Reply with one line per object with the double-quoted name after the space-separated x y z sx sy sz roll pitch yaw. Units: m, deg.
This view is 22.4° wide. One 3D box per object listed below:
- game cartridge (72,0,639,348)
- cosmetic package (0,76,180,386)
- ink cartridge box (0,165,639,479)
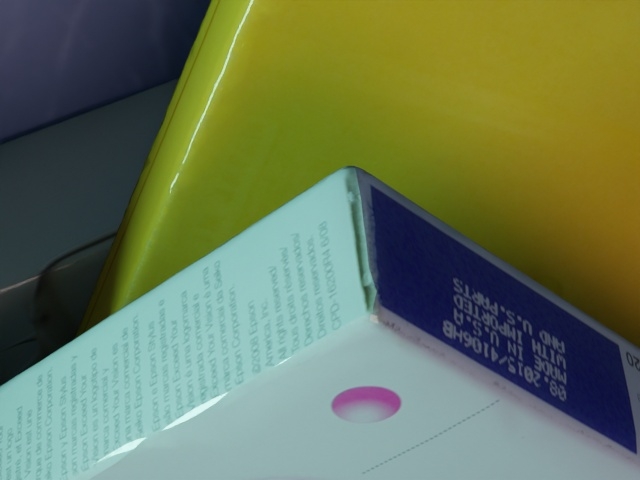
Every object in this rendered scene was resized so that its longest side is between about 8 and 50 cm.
0.081 0.009 0.661 0.324 0.052 0.285 14 120 -23 "game cartridge"
0.000 0.000 0.727 0.309 0.113 0.160 -22 128 -2 "cosmetic package"
0.003 0.133 0.646 0.330 0.071 0.324 -32 136 31 "ink cartridge box"
